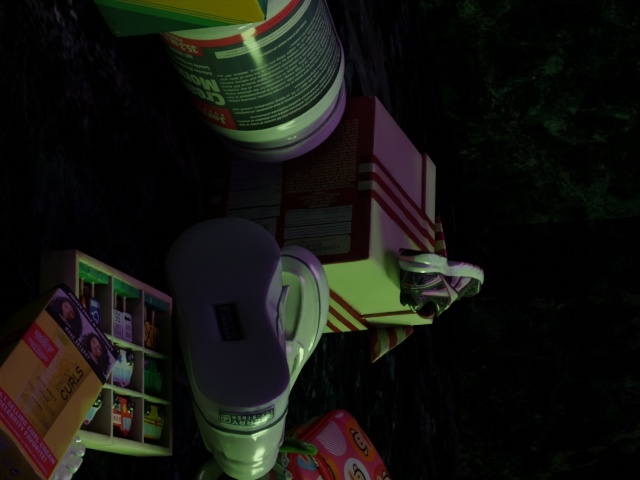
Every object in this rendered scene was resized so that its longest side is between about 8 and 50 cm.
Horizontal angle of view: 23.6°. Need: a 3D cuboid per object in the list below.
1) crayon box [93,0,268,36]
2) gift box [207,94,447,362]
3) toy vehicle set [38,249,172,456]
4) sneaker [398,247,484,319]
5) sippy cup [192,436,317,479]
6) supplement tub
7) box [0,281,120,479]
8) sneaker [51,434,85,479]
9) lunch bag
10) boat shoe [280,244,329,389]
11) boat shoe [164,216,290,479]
[{"bbox_3d":[-0.161,-0.313,1.462,0.278,0.165,0.081,65,25,-57],"label":"crayon box"},{"bbox_3d":[0.000,0.000,1.925,0.258,0.255,0.276,42,50,-58],"label":"gift box"},{"bbox_3d":[-0.199,0.114,1.455,0.267,0.035,0.166,40,47,-73],"label":"toy vehicle set"},{"bbox_3d":[0.136,0.058,1.850,0.178,0.072,0.077,16,85,-56],"label":"sneaker"},{"bbox_3d":[-0.042,0.381,1.643,0.240,0.224,0.305,-57,140,-70],"label":"sippy cup"},{"bbox_3d":[-0.080,-0.233,1.736,0.272,0.191,0.191,67,22,-54],"label":"supplement tub"},{"bbox_3d":[-0.225,0.116,1.186,0.087,0.058,0.232,55,16,-12],"label":"box"},{"bbox_3d":[-0.244,0.193,1.215,0.076,0.065,0.166,59,21,-28],"label":"sneaker"},{"bbox_3d":[0.015,0.382,1.972,0.293,0.120,0.258,63,25,-2],"label":"lunch bag"},{"bbox_3d":[-0.068,0.133,1.780,0.267,0.096,0.088,-66,171,26],"label":"boat shoe"},{"bbox_3d":[-0.090,0.123,1.646,0.367,0.136,0.156,-109,-164,-56],"label":"boat shoe"}]
